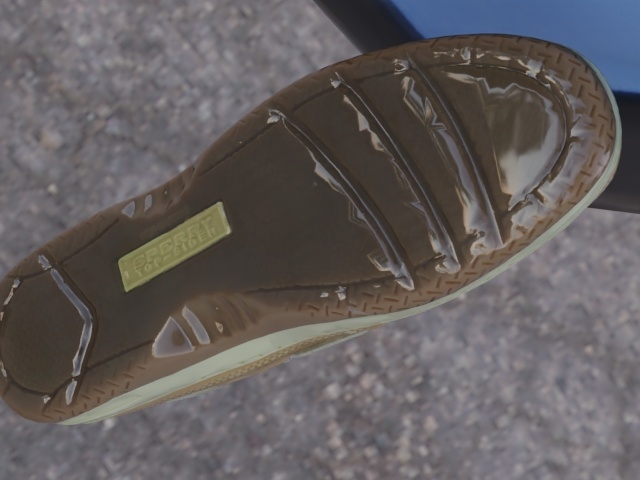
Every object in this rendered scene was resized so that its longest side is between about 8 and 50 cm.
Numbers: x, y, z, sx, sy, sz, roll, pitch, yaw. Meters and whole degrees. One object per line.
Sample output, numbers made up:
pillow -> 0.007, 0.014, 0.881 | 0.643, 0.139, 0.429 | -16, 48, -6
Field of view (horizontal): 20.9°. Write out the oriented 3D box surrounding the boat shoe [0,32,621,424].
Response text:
boat shoe -> 0.000, 0.000, 0.469 | 0.072, 0.190, 0.068 | 17, 57, -57

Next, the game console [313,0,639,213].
game console -> 0.128, -0.074, 0.410 | 0.386, 0.342, 0.060 | 40, 58, -57
